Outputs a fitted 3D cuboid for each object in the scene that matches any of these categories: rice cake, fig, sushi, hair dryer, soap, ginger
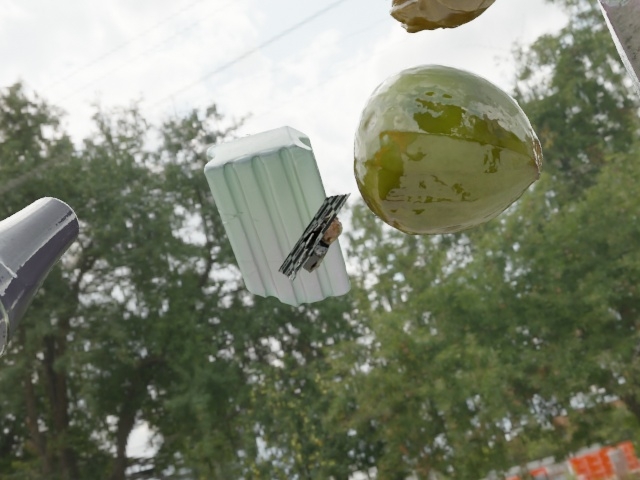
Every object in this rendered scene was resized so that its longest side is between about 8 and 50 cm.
[{"bbox_3d":[0.450,-0.199,1.083,0.056,0.073,0.365,-27,-61,18],"label":"rice cake"},{"bbox_3d":[0.236,-0.170,1.518,0.343,0.344,0.343,-14,-20,-5],"label":"fig"},{"bbox_3d":[0.000,0.000,1.133,0.139,0.031,0.201,-57,8,-3],"label":"sushi"},{"bbox_3d":[-0.392,-0.050,0.743,0.121,0.361,0.301,-28,18,23],"label":"hair dryer"},{"bbox_3d":[-0.067,-0.033,1.357,0.172,0.095,0.290,-15,-61,4],"label":"soap"},{"bbox_3d":[0.184,-0.427,1.101,0.236,0.166,0.376,-1,-36,-5],"label":"ginger"}]
